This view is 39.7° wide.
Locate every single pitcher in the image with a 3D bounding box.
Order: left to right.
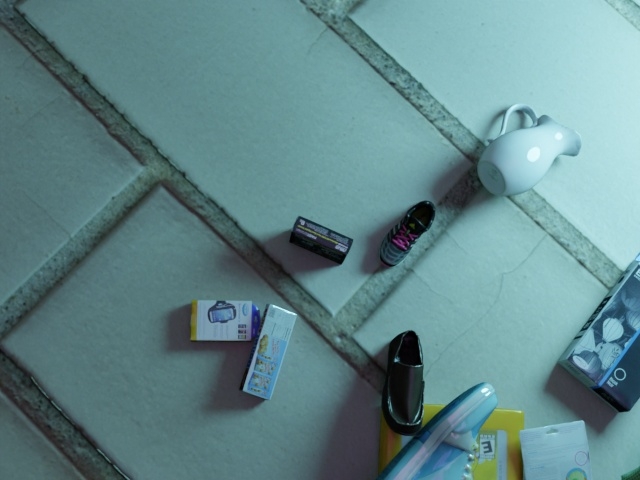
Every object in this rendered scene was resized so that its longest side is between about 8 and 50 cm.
[{"bbox_3d":[0.413,-0.195,1.855,0.207,0.125,0.178,-33,61,-22],"label":"pitcher"}]

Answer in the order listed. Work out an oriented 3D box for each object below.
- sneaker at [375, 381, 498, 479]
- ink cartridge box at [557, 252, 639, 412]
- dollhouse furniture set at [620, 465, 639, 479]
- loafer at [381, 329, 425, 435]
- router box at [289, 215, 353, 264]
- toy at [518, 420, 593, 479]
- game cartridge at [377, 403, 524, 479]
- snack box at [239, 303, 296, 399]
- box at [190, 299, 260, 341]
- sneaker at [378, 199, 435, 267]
[{"bbox_3d":[0.258,0.432,1.636,0.208,0.127,0.319,44,88,7],"label":"sneaker"},{"bbox_3d":[0.648,0.172,1.810,0.165,0.065,0.333,39,76,5],"label":"ink cartridge box"},{"bbox_3d":[0.736,0.521,1.641,0.301,0.198,0.151,35,32,-1],"label":"dollhouse furniture set"},{"bbox_3d":[0.160,0.266,1.700,0.080,0.078,0.220,3,54,-5],"label":"loafer"},{"bbox_3d":[0.000,0.000,1.776,0.122,0.092,0.038,23,76,0],"label":"router box"},{"bbox_3d":[0.459,0.478,1.724,0.136,0.056,0.237,-7,83,-11],"label":"toy"},{"bbox_3d":[0.251,0.482,1.708,0.285,0.053,0.324,4,75,-4],"label":"game cartridge"},{"bbox_3d":[-0.102,0.219,1.740,0.064,0.022,0.178,24,75,-24],"label":"snack box"},{"bbox_3d":[-0.189,0.160,1.756,0.136,0.028,0.081,2,77,-7],"label":"box"},{"bbox_3d":[0.179,-0.019,1.805,0.063,0.075,0.170,39,77,4],"label":"sneaker"}]
